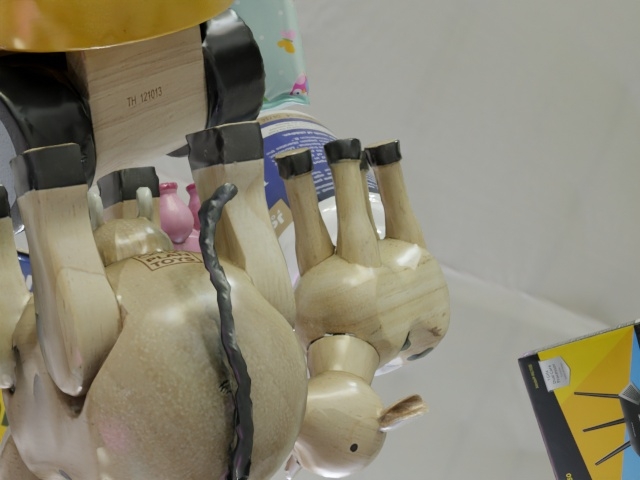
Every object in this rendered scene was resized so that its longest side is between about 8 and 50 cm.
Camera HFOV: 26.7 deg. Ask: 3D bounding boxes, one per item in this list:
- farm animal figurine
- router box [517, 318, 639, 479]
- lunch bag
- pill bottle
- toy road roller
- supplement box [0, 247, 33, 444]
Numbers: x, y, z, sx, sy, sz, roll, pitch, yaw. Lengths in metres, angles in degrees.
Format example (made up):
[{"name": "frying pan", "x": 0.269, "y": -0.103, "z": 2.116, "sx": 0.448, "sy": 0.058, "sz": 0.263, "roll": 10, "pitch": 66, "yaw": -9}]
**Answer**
[{"name": "farm animal figurine", "x": -0.073, "y": 0.055, "z": 0.575, "sx": 0.330, "sy": 0.327, "sz": 0.172, "roll": -12, "pitch": -92, "yaw": -12}, {"name": "router box", "x": 0.271, "y": 0.171, "z": 1.229, "sx": 0.046, "sy": 0.133, "sz": 0.178, "roll": -13, "pitch": -95, "yaw": -74}, {"name": "lunch bag", "x": -0.102, "y": -0.253, "z": 1.590, "sx": 0.262, "sy": 0.160, "sz": 0.223, "roll": -140, "pitch": 39, "yaw": -83}, {"name": "pill bottle", "x": 0.000, "y": 0.000, "z": 1.220, "sx": 0.153, "sy": 0.264, "sz": 0.153, "roll": -13, "pitch": -56, "yaw": -20}, {"name": "toy road roller", "x": -0.199, "y": -0.165, "z": 0.806, "sx": 0.202, "sy": 0.330, "sz": 0.240, "roll": -29, "pitch": -55, "yaw": -46}, {"name": "supplement box", "x": -0.209, "y": 0.123, "z": 1.225, "sx": 0.356, "sy": 0.194, "sz": 0.195, "roll": 120, "pitch": 164, "yaw": -86}]
